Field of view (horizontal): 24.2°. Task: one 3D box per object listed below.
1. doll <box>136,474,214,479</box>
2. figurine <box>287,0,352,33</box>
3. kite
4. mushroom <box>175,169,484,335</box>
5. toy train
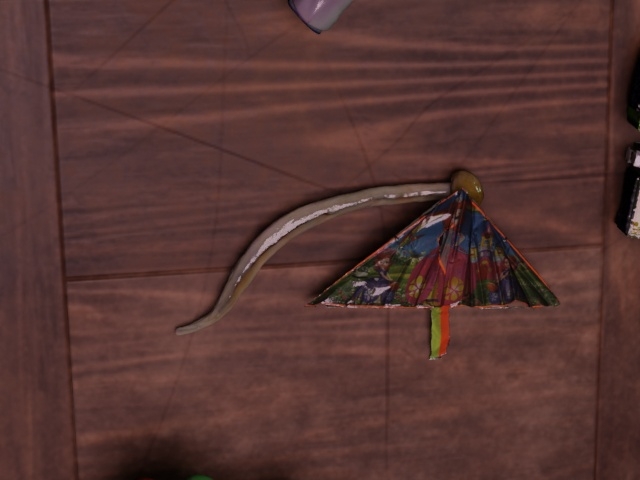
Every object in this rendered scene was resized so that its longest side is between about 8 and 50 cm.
[{"bbox_3d":[-0.038,0.320,1.357,0.363,0.160,0.183,23,101,-18],"label":"doll"},{"bbox_3d":[0.060,-0.298,1.225,0.274,0.133,0.194,-20,97,10],"label":"figurine"},{"bbox_3d":[0.104,0.032,1.359,0.241,0.014,0.183,-4,122,-8],"label":"kite"},{"bbox_3d":[0.000,0.000,1.341,0.306,0.043,0.068,-22,89,-2],"label":"mushroom"},{"bbox_3d":[0.314,-0.091,1.358,0.081,0.060,0.202,8,104,-5],"label":"toy train"}]
